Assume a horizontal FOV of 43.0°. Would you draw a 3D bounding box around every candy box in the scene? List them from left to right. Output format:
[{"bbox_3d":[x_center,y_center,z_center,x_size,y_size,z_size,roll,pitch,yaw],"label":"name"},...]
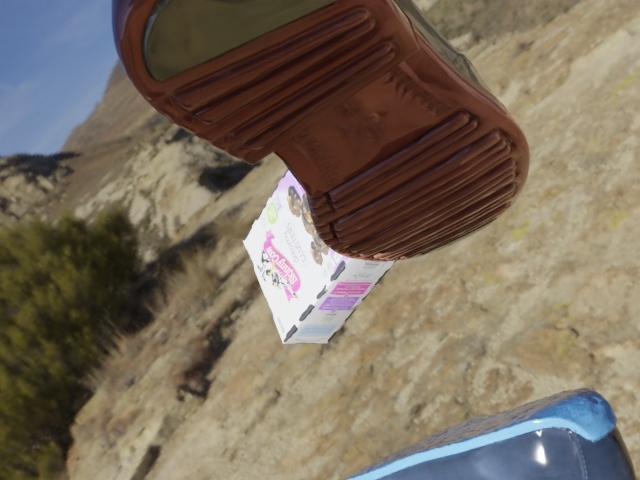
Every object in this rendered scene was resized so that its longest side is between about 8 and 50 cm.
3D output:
[{"bbox_3d":[0.000,0.000,0.954,0.196,0.070,0.165,-55,47,36],"label":"candy box"}]

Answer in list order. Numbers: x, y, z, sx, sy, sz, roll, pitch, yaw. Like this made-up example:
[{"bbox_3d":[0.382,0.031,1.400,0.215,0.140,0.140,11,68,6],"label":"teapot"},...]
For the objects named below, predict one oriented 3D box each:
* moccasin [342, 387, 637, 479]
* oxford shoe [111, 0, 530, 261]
[{"bbox_3d":[0.123,0.225,0.700,0.138,0.116,0.342,-20,-11,-29],"label":"moccasin"},{"bbox_3d":[0.021,-0.098,0.484,0.140,0.146,0.397,-28,-28,13],"label":"oxford shoe"}]
